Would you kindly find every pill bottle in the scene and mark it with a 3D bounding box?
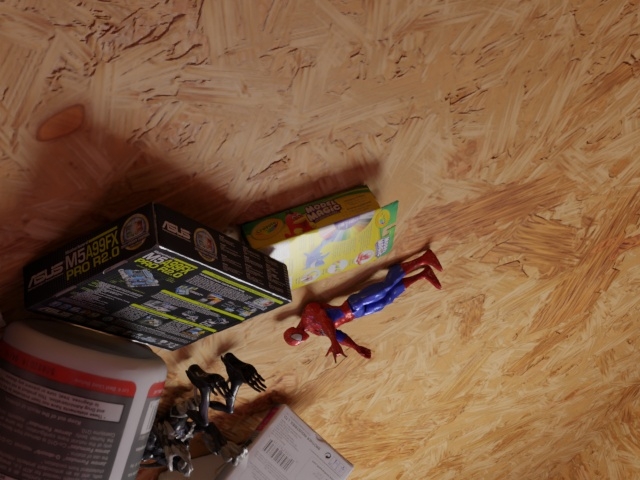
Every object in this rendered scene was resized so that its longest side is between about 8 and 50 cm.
[{"bbox_3d":[-0.339,0.296,1.102,0.210,0.210,0.363,20,86,-50],"label":"pill bottle"}]

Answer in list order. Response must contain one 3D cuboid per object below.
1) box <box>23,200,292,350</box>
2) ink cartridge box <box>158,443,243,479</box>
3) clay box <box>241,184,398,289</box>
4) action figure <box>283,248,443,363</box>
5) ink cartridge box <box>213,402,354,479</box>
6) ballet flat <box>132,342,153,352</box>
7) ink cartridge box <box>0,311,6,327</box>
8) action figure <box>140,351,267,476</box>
[{"bbox_3d":[-0.198,0.057,1.118,0.216,0.060,0.270,-25,151,25],"label":"box"},{"bbox_3d":[-0.181,0.584,1.793,0.285,0.166,0.395,-14,143,-24],"label":"ink cartridge box"},{"bbox_3d":[0.000,0.000,1.258,0.222,0.053,0.127,-19,146,-17],"label":"clay box"},{"bbox_3d":[0.082,0.129,1.427,0.280,0.139,0.091,-22,145,-9],"label":"action figure"},{"bbox_3d":[-0.103,0.470,1.589,0.311,0.186,0.065,-50,-168,-23],"label":"ink cartridge box"},{"bbox_3d":[-0.324,0.236,1.330,0.084,0.058,0.250,21,119,-25],"label":"ballet flat"},{"bbox_3d":[-0.416,0.080,1.063,0.048,0.028,0.083,-22,146,-12],"label":"ink cartridge box"},{"bbox_3d":[-0.205,0.316,1.446,0.164,0.141,0.276,-8,141,-49],"label":"action figure"}]
